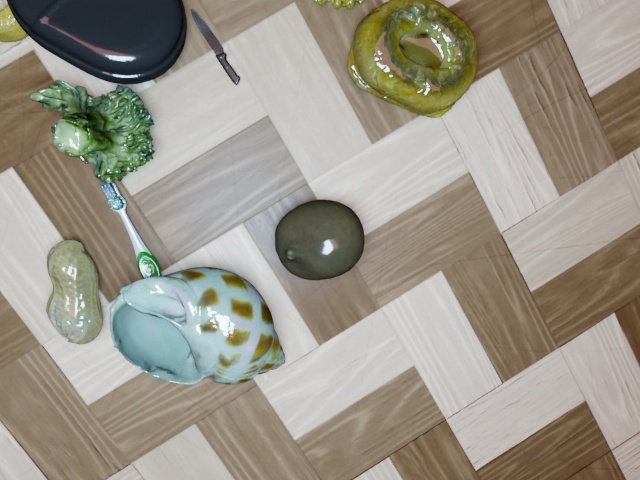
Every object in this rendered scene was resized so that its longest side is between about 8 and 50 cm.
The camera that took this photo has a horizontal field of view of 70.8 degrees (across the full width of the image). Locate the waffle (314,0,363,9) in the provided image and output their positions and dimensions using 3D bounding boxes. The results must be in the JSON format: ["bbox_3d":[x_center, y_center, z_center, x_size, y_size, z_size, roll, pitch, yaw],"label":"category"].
[{"bbox_3d":[0.029,-0.566,0.915,0.190,0.038,0.191,-1,97,-8],"label":"waffle"}]

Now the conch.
[{"bbox_3d":[-0.218,0.183,0.903,0.249,0.197,0.368,-45,102,4],"label":"conch"}]

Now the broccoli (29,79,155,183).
[{"bbox_3d":[-0.410,-0.215,0.789,0.177,0.275,0.199,-39,90,1],"label":"broccoli"}]

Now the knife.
[{"bbox_3d":[-0.214,-0.396,0.920,0.023,0.010,0.170,-34,99,-1],"label":"knife"}]

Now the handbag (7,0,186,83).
[{"bbox_3d":[-0.398,-0.432,0.821,0.307,0.093,0.254,28,77,-15],"label":"handbag"}]

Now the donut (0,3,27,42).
[{"bbox_3d":[-0.601,-0.455,0.841,0.151,0.058,0.152,-1,100,-6],"label":"donut"}]

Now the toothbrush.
[{"bbox_3d":[-0.357,0.070,0.955,0.042,0.040,0.419,-24,104,-10],"label":"toothbrush"}]

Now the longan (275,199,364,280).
[{"bbox_3d":[0.000,0.000,0.922,0.189,0.189,0.190,-1,98,-7],"label":"longan"}]

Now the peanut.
[{"bbox_3d":[-0.498,0.105,0.912,0.098,0.090,0.215,-1,95,3],"label":"peanut"}]

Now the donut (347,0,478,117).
[{"bbox_3d":[0.193,-0.378,0.916,0.261,0.128,0.209,17,95,-11],"label":"donut"}]
